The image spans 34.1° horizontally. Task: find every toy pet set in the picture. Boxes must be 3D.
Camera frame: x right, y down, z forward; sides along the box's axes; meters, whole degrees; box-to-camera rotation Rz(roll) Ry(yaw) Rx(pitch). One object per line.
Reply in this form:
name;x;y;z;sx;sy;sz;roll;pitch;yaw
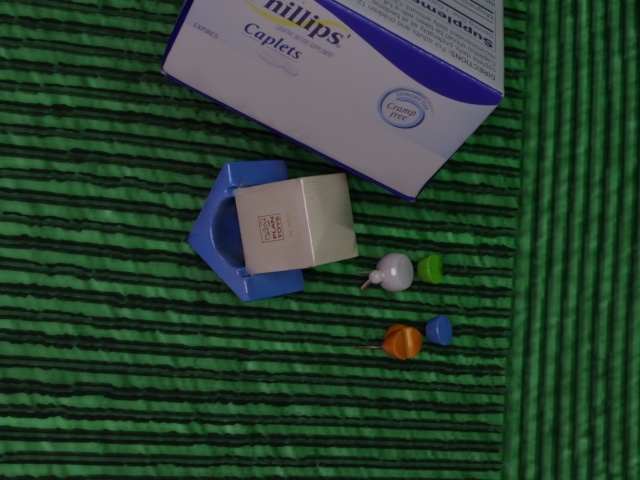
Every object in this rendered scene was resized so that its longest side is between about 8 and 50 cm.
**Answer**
toy pet set;0.000;0.000;0.493;0.114;0.065;0.122;-10;92;-55

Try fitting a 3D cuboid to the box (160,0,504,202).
box;0.010;-0.107;0.455;0.126;0.072;0.137;26;42;-15
